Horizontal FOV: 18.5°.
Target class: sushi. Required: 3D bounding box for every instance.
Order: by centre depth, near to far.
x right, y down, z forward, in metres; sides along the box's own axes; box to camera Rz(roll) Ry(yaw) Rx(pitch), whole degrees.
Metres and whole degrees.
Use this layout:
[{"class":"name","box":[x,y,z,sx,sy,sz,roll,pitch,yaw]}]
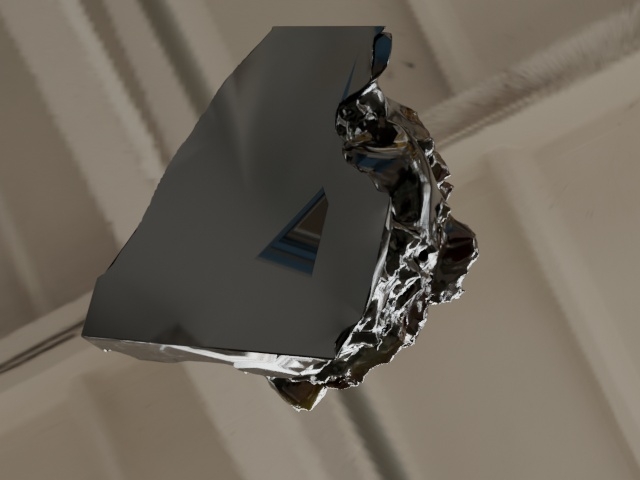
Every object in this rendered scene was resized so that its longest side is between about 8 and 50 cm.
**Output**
[{"class":"sushi","box":[0.000,0.000,1.016,0.153,0.150,0.172,3,-111,29]}]
